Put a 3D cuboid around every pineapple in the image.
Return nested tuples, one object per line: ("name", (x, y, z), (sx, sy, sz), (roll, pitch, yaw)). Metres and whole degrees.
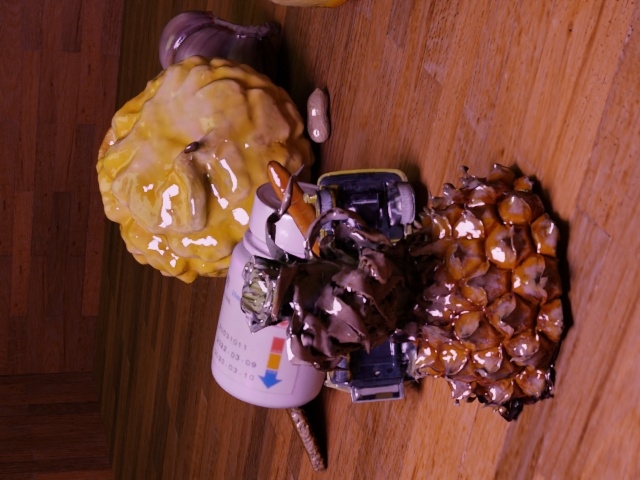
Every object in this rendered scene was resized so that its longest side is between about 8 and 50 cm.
("pineapple", (0.063, 0.049, 1.031), (0.262, 0.271, 0.263), (180, 90, -71))

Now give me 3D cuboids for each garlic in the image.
("garlic", (-0.181, -0.293, 1.806), (0.160, 0.214, 0.191), (-75, -1, -72))

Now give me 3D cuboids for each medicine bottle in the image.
("medicine bottle", (-0.051, 0.076, 1.497), (0.170, 0.170, 0.293), (-124, 43, -58))

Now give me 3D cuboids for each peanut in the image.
("peanut", (-0.003, -0.186, 1.577), (0.037, 0.037, 0.083), (169, 106, -70))

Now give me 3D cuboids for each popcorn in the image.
("popcorn", (-0.160, -0.100, 1.657), (0.381, 0.348, 0.349), (32, -132, -61))

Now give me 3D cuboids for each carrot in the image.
("carrot", (0.000, 0.000, 1.374), (0.248, 0.043, 0.043), (57, 169, -18))

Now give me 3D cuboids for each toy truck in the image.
("toy truck", (0.052, 0.057, 1.296), (0.157, 0.124, 0.272), (147, 119, -79))

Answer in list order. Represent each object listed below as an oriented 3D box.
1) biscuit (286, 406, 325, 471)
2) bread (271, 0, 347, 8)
("biscuit", (-0.048, 0.245, 1.635), (0.231, 0.025, 0.131), (-124, 13, -57))
("bread", (-0.021, -0.449, 1.471), (0.270, 0.147, 0.270), (176, 90, -70))
